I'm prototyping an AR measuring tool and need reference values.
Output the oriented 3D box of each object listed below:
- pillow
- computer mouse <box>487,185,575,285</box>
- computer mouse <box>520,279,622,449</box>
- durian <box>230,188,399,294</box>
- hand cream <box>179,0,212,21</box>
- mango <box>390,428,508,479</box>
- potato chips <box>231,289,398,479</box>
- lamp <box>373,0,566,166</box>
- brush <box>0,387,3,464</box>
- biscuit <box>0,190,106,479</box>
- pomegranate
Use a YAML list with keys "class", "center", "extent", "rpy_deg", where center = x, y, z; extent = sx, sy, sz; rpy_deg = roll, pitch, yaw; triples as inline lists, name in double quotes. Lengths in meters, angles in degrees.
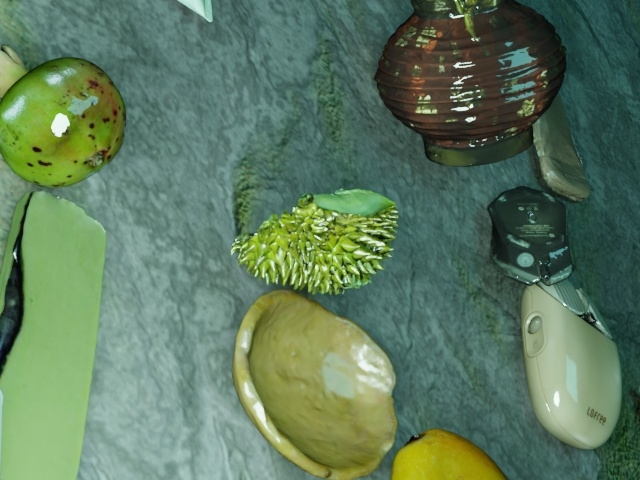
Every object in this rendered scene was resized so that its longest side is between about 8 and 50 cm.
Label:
- class: "pillow"
  center: [0.347, -0.159, 1.902]
  extent: [0.135, 0.034, 0.211]
  rpy_deg: [18, 53, -49]
- class: "computer mouse"
  center: [0.267, 0.002, 1.624]
  extent: [0.106, 0.062, 0.192]
  rpy_deg: [2, 40, -2]
- class: "computer mouse"
  center: [0.317, 0.146, 1.591]
  extent: [0.145, 0.082, 0.236]
  rpy_deg: [34, 42, -31]
- class: "durian"
  center: [0.002, 0.010, 1.227]
  extent: [0.095, 0.137, 0.221]
  rpy_deg: [58, 22, 18]
- class: "hand cream"
  center: [-0.185, -0.305, 1.322]
  extent: [0.205, 0.050, 0.078]
  rpy_deg: [30, 41, -43]
- class: "mango"
  center: [0.141, 0.305, 1.217]
  extent: [0.138, 0.113, 0.253]
  rpy_deg: [12, 58, -47]
- class: "potato chips"
  center: [-0.011, 0.138, 1.192]
  extent: [0.195, 0.062, 0.208]
  rpy_deg: [57, 34, -1]
- class: "lamp"
  center: [0.184, -0.218, 1.569]
  extent: [0.247, 0.247, 0.247]
  rpy_deg: [32, 43, -35]
- class: "brush"
  center: [-0.230, 0.225, 0.845]
  extent: [0.062, 0.027, 0.266]
  rpy_deg: [14, 63, -35]
- class: "biscuit"
  center: [-0.221, 0.100, 0.977]
  extent: [0.099, 0.038, 0.322]
  rpy_deg: [34, 41, -38]
- class: "pomegranate"
  center: [-0.232, -0.112, 1.071]
  extent: [0.142, 0.114, 0.114]
  rpy_deg: [41, 31, 14]
